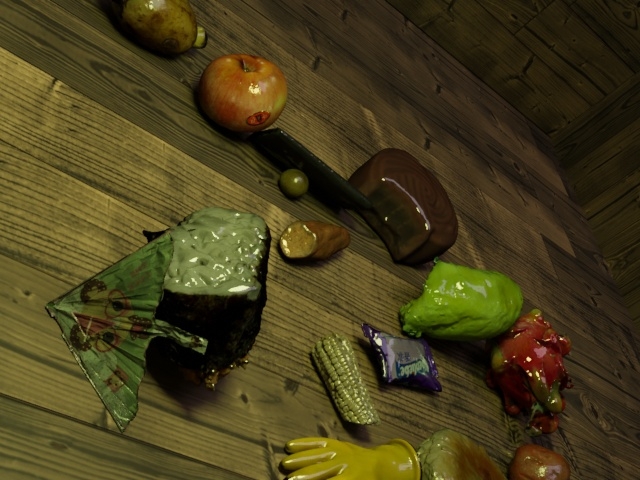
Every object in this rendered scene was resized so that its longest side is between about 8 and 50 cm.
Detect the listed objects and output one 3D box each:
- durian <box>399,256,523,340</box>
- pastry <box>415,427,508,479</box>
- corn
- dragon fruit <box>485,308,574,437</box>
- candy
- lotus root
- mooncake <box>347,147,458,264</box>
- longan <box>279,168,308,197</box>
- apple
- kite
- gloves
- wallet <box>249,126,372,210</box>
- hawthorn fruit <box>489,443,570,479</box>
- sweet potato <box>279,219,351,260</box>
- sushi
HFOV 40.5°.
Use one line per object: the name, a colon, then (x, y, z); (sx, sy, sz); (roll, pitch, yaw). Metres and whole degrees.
durian: (0.367, 0.146, 2.197); (0.340, 0.204, 0.256); (7, 23, -3)
pastry: (0.288, 0.532, 1.750); (0.329, 0.136, 0.329); (41, 25, -24)
corn: (0.048, 0.290, 1.763); (0.087, 0.087, 0.211); (4, 59, -53)
dragon fruit: (0.554, 0.343, 2.270); (0.243, 0.227, 0.307); (-14, 70, -54)
candy: (0.191, 0.272, 1.993); (0.275, 0.070, 0.145); (20, 47, -50)
lotus root: (-0.380, -0.525, 2.029); (0.314, 0.141, 0.169); (32, 35, -48)
mooncake: (0.222, -0.102, 2.369); (0.334, 0.174, 0.326); (13, 49, -50)
longan: (-0.067, -0.140, 2.114); (0.075, 0.075, 0.083); (32, -7, -31)
apple: (-0.181, -0.350, 2.046); (0.209, 0.164, 0.209); (15, 33, -10)
kite: (-0.301, 0.131, 1.342); (0.268, 0.323, 0.013); (11, -2, 9)
gloves: (0.044, 0.427, 1.597); (0.294, 0.116, 0.133); (9, 21, -39)
wallet: (-0.025, -0.172, 2.148); (0.321, 0.044, 0.170); (35, -10, -26)
hawthorn fruit: (0.509, 0.545, 2.055); (0.189, 0.149, 0.149); (50, 28, -4)
sweet potato: (0.000, 0.000, 2.010); (0.252, 0.097, 0.097); (-4, 59, -55)
sushi: (-0.204, 0.079, 1.515); (0.234, 0.207, 0.348); (8, 29, 4)
